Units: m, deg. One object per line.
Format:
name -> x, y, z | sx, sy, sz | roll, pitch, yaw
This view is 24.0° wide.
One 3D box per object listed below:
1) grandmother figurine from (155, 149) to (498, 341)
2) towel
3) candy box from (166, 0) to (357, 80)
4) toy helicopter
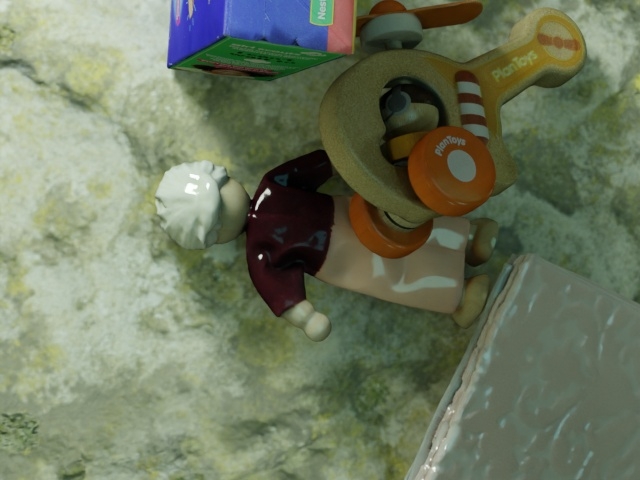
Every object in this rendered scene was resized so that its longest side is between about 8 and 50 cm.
grandmother figurine -> 0.000, 0.000, 1.509 | 0.342, 0.104, 0.208 | 16, 61, -10
towel -> 0.248, 0.210, 1.548 | 0.317, 0.053, 0.332 | 26, 89, -30
candy box -> -0.055, -0.292, 1.369 | 0.122, 0.317, 0.268 | 4, 91, -13
toy helicopter -> 0.133, -0.157, 1.491 | 0.355, 0.140, 0.235 | -32, 86, -36
